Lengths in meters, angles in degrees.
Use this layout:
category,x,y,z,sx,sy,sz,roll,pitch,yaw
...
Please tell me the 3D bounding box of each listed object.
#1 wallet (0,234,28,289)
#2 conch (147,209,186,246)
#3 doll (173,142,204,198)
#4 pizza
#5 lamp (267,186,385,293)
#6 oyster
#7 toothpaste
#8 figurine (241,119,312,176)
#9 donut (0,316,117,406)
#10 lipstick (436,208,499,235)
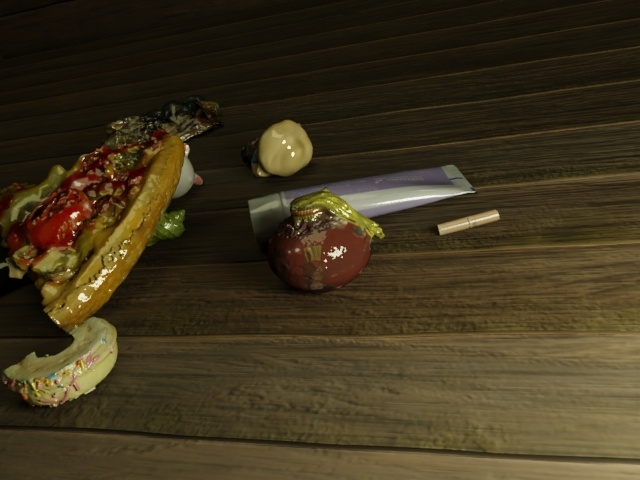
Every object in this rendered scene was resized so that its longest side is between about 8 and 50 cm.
category,x,y,z,sx,sy,sz,roll,pitch,yaw
wallet,-0.714,0.075,1.502,0.406,0.062,0.228,-25,30,-22
conch,-0.299,-0.022,1.479,0.121,0.074,0.089,-37,-3,-1
doll,-0.332,-0.116,1.609,0.107,0.110,0.181,9,35,32
pizza,-0.466,-0.046,1.413,0.406,0.130,0.440,4,50,24
lamp,-0.004,-0.001,1.169,0.156,0.135,0.157,4,36,36
oyster,-0.425,-0.291,2.019,0.361,0.096,0.221,-24,21,-19
toothpaste,0.066,-0.071,1.338,0.371,0.080,0.125,-13,26,-4
figurine,-0.098,-0.178,1.624,0.114,0.108,0.196,-21,8,-30
donut,-0.349,0.178,1.111,0.166,0.065,0.108,-30,30,-26
lipstick,0.224,-0.028,1.216,0.094,0.019,0.019,-16,27,5
